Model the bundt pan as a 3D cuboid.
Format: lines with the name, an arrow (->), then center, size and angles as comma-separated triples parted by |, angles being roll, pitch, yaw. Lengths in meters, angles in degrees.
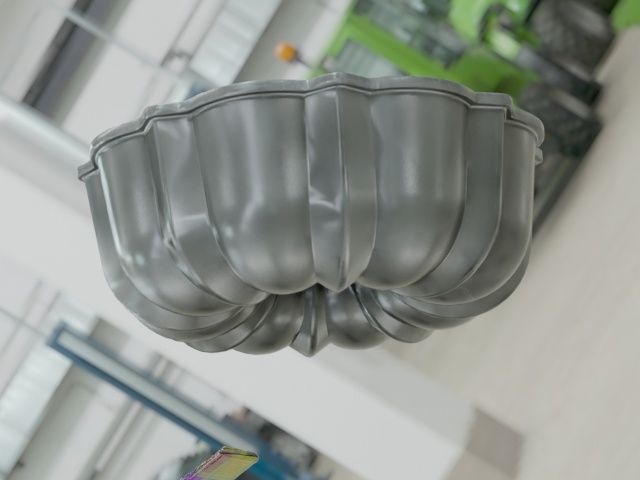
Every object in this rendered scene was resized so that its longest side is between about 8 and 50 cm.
bundt pan -> 0.000, 0.000, 1.222 | 0.331, 0.331, 0.124 | 124, 142, -69

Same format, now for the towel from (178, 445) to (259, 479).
towel -> -0.099, 0.210, 1.562 | 0.083, 0.009, 0.060 | -38, -28, 20
